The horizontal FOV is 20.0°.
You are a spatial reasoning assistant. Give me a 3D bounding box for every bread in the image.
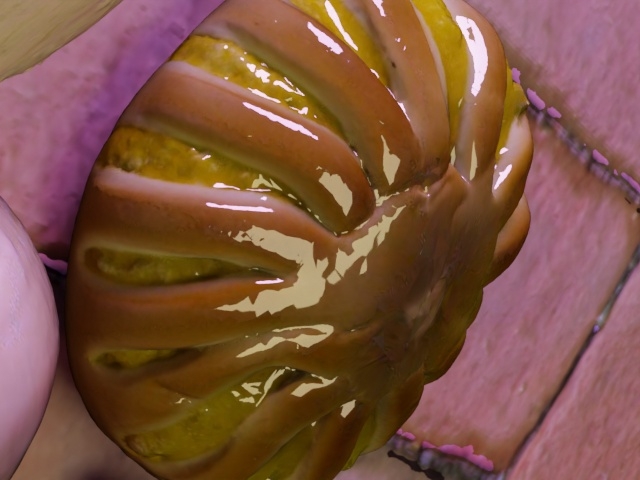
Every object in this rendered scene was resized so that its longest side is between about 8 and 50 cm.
[{"bbox_3d":[0.000,0.000,0.676,0.213,0.104,0.213,-25,130,-34],"label":"bread"}]

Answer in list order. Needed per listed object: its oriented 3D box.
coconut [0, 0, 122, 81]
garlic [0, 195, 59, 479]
[{"bbox_3d":[-0.108,-0.111,0.424,0.183,0.171,0.171,-31,155,28],"label":"coconut"},{"bbox_3d":[-0.130,0.030,0.424,0.148,0.266,0.129,-14,98,2],"label":"garlic"}]
